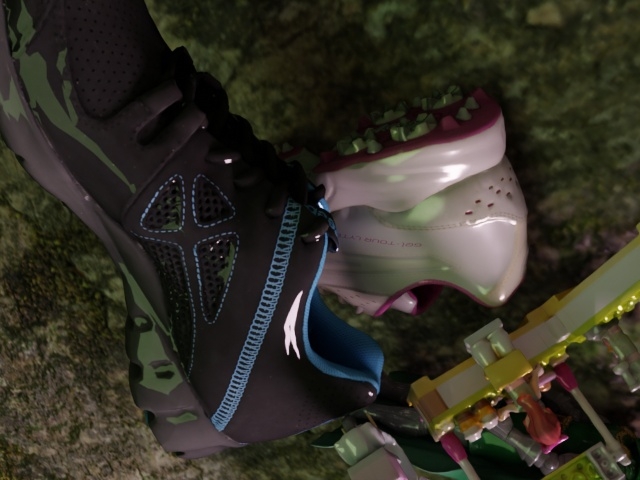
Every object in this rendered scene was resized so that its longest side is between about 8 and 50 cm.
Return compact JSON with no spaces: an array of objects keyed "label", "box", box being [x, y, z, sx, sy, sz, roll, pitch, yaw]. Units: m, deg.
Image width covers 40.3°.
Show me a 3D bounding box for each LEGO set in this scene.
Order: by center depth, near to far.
[{"label":"LEGO set","box":[0.153,0.074,0.478,0.287,0.132,0.107,-37,70,12]}]

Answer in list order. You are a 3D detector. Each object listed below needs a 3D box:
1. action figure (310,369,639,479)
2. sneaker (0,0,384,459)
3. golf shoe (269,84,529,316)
[{"label":"action figure","box":[0.127,0.126,0.579,0.232,0.137,0.063,10,111,24]},{"label":"sneaker","box":[-0.065,-0.033,0.477,0.139,0.125,0.341,-11,120,15]},{"label":"golf shoe","box":[0.000,0.000,0.590,0.306,0.115,0.140,-10,114,44]}]
